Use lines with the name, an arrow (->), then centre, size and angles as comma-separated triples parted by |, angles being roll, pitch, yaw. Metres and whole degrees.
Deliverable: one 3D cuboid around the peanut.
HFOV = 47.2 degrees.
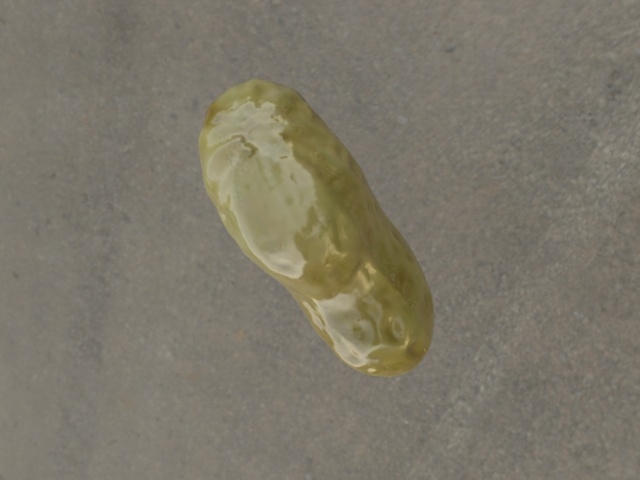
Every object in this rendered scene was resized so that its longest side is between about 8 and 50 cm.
peanut -> 0.000, 0.000, 0.675 | 0.148, 0.147, 0.318 | -20, 111, 39
